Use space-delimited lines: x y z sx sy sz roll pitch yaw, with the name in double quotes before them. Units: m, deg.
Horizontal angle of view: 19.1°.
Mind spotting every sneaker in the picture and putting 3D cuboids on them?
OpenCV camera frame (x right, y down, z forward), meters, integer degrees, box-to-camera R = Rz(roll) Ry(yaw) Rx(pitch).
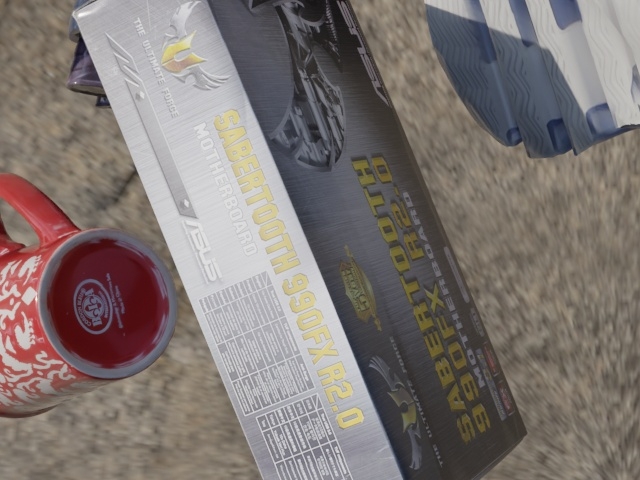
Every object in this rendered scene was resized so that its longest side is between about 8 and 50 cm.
"sneaker" 0.192 -0.106 0.730 0.182 0.315 0.127 -30 114 -22

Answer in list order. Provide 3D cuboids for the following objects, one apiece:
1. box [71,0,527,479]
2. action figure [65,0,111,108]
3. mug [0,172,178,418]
"box" 0.000 0.000 0.785 0.056 0.183 0.231 -23 86 18
"action figure" -0.139 -0.238 1.336 0.099 0.185 0.285 -4 88 -9
"mug" -0.177 0.038 1.188 0.150 0.169 0.113 46 64 -15
